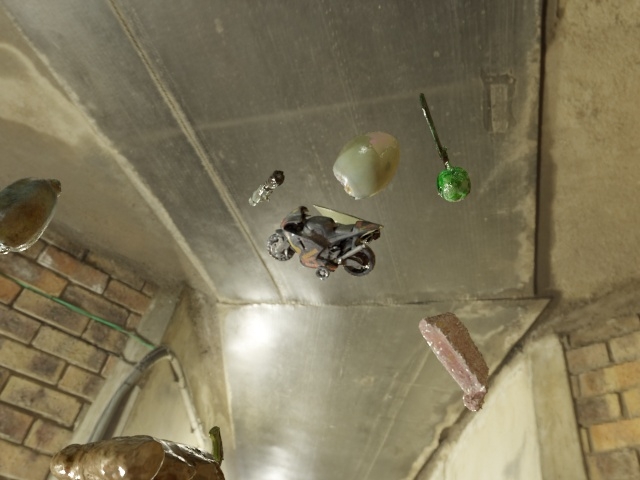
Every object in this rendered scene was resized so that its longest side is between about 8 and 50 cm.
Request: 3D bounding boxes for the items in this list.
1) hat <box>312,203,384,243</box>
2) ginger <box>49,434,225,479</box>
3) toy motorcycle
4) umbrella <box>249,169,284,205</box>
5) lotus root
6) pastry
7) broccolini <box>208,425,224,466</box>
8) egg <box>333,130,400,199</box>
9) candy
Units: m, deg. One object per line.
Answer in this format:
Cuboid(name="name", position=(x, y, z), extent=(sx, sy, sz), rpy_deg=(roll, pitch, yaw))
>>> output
Cuboid(name="hat", position=(0.077, -0.026, 1.592), extent=(0.257, 0.130, 0.257), rpy_deg=(17, -176, -1))
Cuboid(name="ginger", position=(-0.206, 0.276, 0.566), extent=(0.166, 0.080, 0.333), rpy_deg=(-3, 155, 7))
Cuboid(name="toy motorcycle", position=(0.000, 0.000, 1.240), extent=(0.307, 0.108, 0.174), rpy_deg=(8, 116, 14))
Cuboid(name="umbrella", position=(-0.162, -0.148, 1.413), extent=(0.188, 0.046, 0.050), rpy_deg=(-33, 87, 51))
Cuboid(name="lotus root", position=(-0.818, -0.096, 1.305), extent=(0.158, 0.322, 0.140), rpy_deg=(-13, 130, 13))
Cuboid(name="pastry", position=(0.368, 0.307, 1.254), extent=(0.265, 0.112, 0.103), rpy_deg=(64, 152, 5))
Cuboid(name="broccolini", position=(-0.206, 0.450, 0.903), extent=(0.051, 0.054, 0.239), rpy_deg=(30, 120, 34))
Cuboid(name="egg", position=(0.151, -0.240, 1.466), extent=(0.217, 0.183, 0.183), rpy_deg=(-39, 127, 0))
Cuboid(name="candy", position=(0.338, -0.258, 1.327), extent=(0.097, 0.097, 0.324), rpy_deg=(-16, 111, 28))
